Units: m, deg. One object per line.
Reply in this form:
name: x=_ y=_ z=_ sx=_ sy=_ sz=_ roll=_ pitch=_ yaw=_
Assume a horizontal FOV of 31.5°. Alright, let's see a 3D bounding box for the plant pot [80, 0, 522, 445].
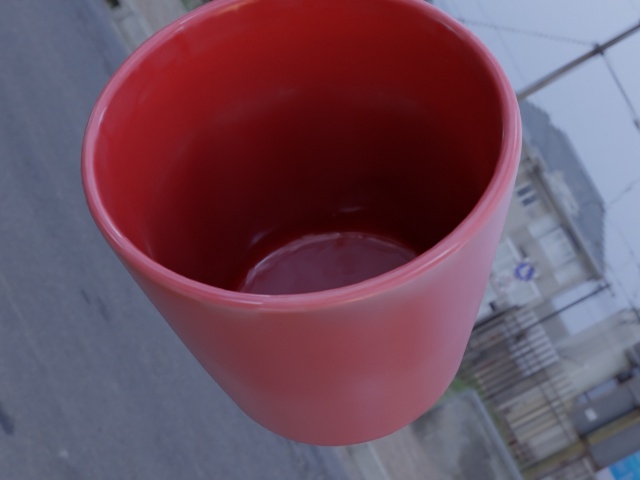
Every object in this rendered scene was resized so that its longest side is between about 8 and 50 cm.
plant pot: x=0.000 y=0.000 z=0.780 sx=0.243 sy=0.275 sz=0.275 roll=77 pitch=-10 yaw=-52
